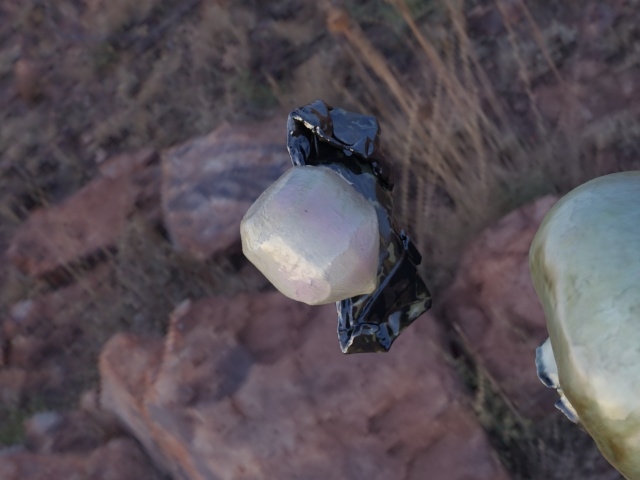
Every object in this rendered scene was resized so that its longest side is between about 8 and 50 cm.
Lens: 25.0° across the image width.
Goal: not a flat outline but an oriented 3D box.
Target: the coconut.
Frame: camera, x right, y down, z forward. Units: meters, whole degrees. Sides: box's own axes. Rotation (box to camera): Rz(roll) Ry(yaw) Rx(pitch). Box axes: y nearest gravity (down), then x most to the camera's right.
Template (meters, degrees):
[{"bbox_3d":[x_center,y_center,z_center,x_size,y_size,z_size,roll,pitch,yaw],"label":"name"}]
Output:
[{"bbox_3d":[0.000,0.000,1.215,0.110,0.124,0.110,-45,10,11],"label":"coconut"}]

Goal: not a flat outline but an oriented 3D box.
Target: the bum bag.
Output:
[{"bbox_3d":[0.036,-0.017,1.343,0.069,0.102,0.248,-19,81,42],"label":"bum bag"}]

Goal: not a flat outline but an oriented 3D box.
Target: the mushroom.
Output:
[{"bbox_3d":[0.345,0.096,1.399,0.260,0.352,0.352,-41,29,34],"label":"mushroom"}]
